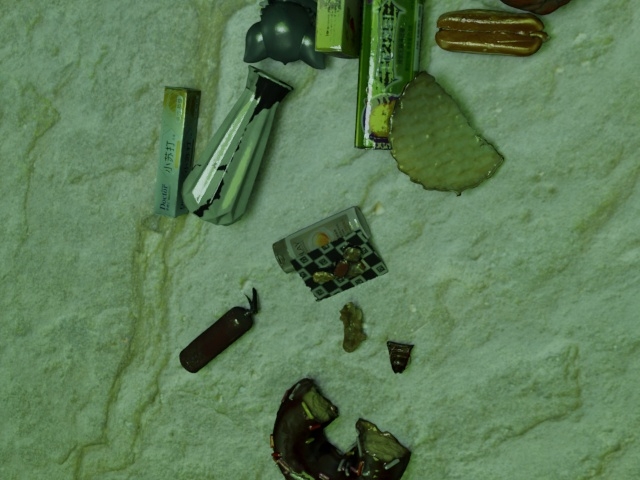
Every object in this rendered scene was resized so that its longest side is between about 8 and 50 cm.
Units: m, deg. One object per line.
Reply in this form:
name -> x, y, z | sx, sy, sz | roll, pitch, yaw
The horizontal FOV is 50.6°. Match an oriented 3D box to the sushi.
sushi -> 0.039, 0.071, 1.571 | 0.201, 0.031, 0.139 | -25, 117, 21

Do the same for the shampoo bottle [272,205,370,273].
shampoo bottle -> 0.000, 0.000, 1.587 | 0.227, 0.056, 0.086 | -23, 95, 21

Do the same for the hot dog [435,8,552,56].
hot dog -> 0.353, -0.425, 1.391 | 0.236, 0.062, 0.092 | 13, 103, 19

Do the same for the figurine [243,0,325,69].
figurine -> -0.052, -0.508, 1.473 | 0.193, 0.140, 0.265 | 13, 128, -2

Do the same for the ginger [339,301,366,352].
ginger -> 0.075, 0.204, 1.609 | 0.057, 0.044, 0.137 | -6, 105, -10

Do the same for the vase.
vase -> -0.192, -0.216, 1.567 | 0.165, 0.165, 0.360 | 30, 104, 11

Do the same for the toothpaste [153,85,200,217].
toothpaste -> -0.352, -0.215, 1.650 | 0.071, 0.089, 0.312 | 11, 103, 11

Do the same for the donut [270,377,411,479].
donut -> 0.017, 0.519, 1.637 | 0.345, 0.136, 0.259 | 37, 106, 11

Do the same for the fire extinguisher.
fire extinguisher -> -0.249, 0.227, 1.708 | 0.268, 0.072, 0.089 | -40, 50, 21

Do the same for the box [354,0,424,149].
box -> 0.146, -0.368, 1.450 | 0.134, 0.097, 0.345 | 2, 101, 2

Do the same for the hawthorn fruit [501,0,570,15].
hawthorn fruit -> 0.415, -0.571, 1.282 | 0.211, 0.210, 0.262 | -10, 76, 20

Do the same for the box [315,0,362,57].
box -> 0.048, -0.520, 1.414 | 0.062, 0.175, 0.260 | 6, 102, 17

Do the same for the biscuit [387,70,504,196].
biscuit -> 0.240, -0.204, 1.424 | 0.187, 0.036, 0.273 | -42, 104, 1

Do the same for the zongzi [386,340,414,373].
zongzi -> 0.185, 0.286, 1.586 | 0.067, 0.073, 0.083 | 4, 61, 18
